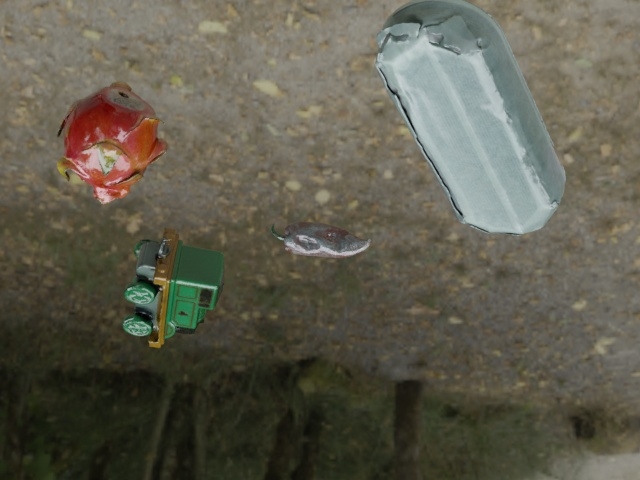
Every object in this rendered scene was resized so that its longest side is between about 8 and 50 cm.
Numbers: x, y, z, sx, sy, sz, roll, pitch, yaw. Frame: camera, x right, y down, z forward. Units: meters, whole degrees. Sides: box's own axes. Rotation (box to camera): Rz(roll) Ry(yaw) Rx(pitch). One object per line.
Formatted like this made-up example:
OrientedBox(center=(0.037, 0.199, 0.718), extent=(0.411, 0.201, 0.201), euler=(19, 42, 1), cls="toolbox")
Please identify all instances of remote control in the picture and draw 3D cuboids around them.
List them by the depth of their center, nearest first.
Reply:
OrientedBox(center=(0.127, -0.092, 0.723), extent=(0.104, 0.052, 0.247), euler=(-9, 135, 33), cls="remote control")

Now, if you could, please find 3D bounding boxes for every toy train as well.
OrientedBox(center=(-0.209, 0.074, 1.249), extent=(0.136, 0.091, 0.227), euler=(8, 140, -5), cls="toy train")

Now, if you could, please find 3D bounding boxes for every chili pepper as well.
OrientedBox(center=(0.000, 0.000, 1.316), extent=(0.153, 0.041, 0.050), euler=(5, 112, 3), cls="chili pepper")

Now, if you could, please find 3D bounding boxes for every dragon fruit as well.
OrientedBox(center=(-0.439, -0.208, 1.830), extent=(0.224, 0.224, 0.227), euler=(19, 122, -32), cls="dragon fruit")
